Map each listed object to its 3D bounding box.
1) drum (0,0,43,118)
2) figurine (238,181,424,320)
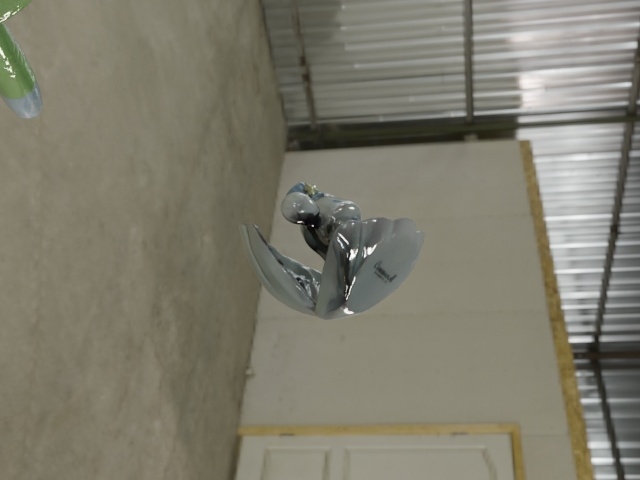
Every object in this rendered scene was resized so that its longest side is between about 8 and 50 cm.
[{"bbox_3d":[-0.212,-0.161,0.542,0.049,0.130,0.253,62,2,13],"label":"drum"},{"bbox_3d":[0.000,0.000,0.449,0.086,0.082,0.094,43,2,35],"label":"figurine"}]
